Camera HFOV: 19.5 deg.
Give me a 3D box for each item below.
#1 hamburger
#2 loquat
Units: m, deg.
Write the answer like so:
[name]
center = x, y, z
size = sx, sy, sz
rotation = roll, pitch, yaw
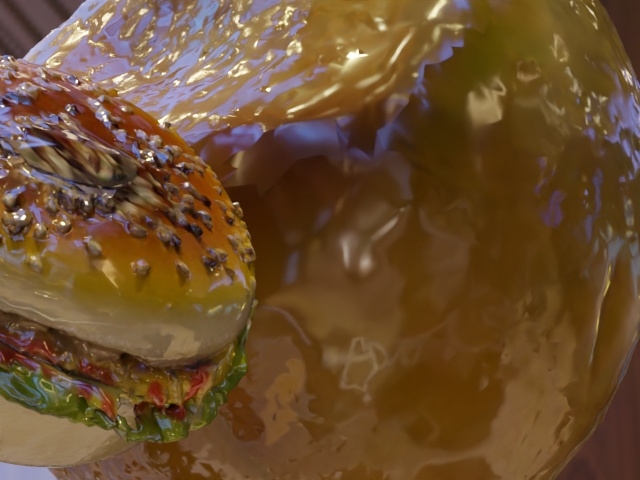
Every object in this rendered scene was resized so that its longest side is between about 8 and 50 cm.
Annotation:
[hamburger]
center = -0.077, 0.003, 0.511
size = 0.126, 0.141, 0.081
rotation = 24, -56, -12
[loquat]
center = 0.000, 0.000, 0.757
size = 0.276, 0.284, 0.276
rotation = 24, -26, 13
